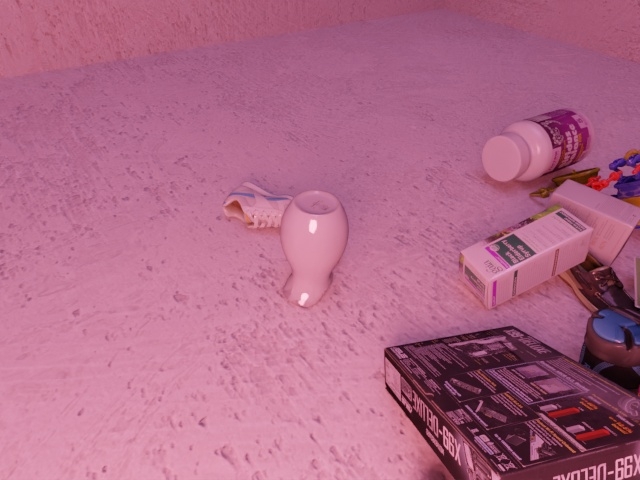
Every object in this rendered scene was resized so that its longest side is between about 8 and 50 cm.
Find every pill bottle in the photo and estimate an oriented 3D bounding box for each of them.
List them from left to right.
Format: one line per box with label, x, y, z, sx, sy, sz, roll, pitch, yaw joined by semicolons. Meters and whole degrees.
pill bottle;0.603;-0.261;1.233;0.302;0.169;0.169;-20;45;-25

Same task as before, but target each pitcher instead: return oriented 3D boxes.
pitcher;0.000;0.000;0.848;0.125;0.207;0.178;24;43;22

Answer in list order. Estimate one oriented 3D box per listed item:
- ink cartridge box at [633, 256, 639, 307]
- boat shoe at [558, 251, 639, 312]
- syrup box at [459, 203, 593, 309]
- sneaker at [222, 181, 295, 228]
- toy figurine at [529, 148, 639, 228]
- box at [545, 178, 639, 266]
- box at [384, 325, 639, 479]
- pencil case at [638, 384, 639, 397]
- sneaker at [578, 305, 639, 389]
ink cartridge box;0.729;0.136;0.857;0.235;0.056;0.171;20;42;21
boat shoe;0.558;0.080;0.896;0.080;0.073;0.223;-11;42;-17
syrup box;0.405;0.031;0.881;0.237;0.096;0.093;-24;43;-7
sneaker;-0.122;-0.061;1.016;0.229;0.087;0.092;19;49;29
toy figurine;0.729;-0.081;1.066;0.191;0.217;0.362;-32;6;-19
box;0.600;-0.037;0.996;0.091;0.130;0.170;-31;51;-33
box;0.254;0.220;0.600;0.243;0.076;0.307;-6;12;-13
pencil case;0.597;0.238;0.655;0.236;0.104;0.104;5;38;-21
sneaker;0.584;0.173;0.744;0.341;0.139;0.125;-4;31;-9
